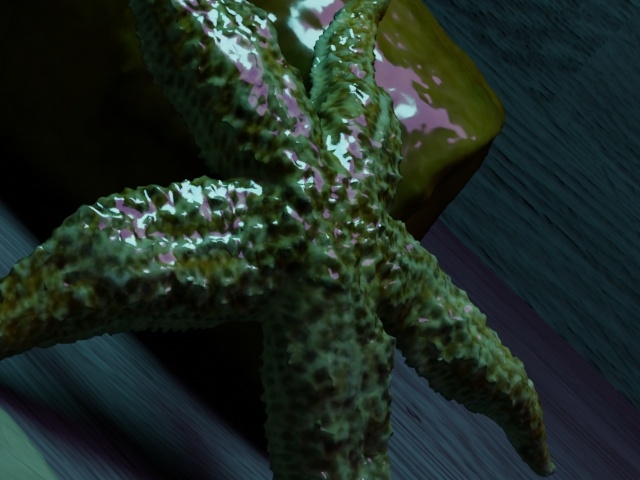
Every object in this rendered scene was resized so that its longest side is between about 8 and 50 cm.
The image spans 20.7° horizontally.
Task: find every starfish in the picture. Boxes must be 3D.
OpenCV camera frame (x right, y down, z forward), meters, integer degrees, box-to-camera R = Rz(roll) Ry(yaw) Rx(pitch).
[{"bbox_3d":[0.003,0.000,0.802,0.358,0.078,0.347,29,53,-29],"label":"starfish"}]

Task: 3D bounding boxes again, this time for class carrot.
[{"bbox_3d":[-0.052,-0.080,1.009,0.340,0.241,0.241,49,8,4],"label":"carrot"}]

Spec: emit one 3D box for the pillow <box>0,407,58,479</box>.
[{"bbox_3d":[-0.090,0.104,0.435,0.281,0.076,0.274,39,4,15],"label":"pillow"}]
